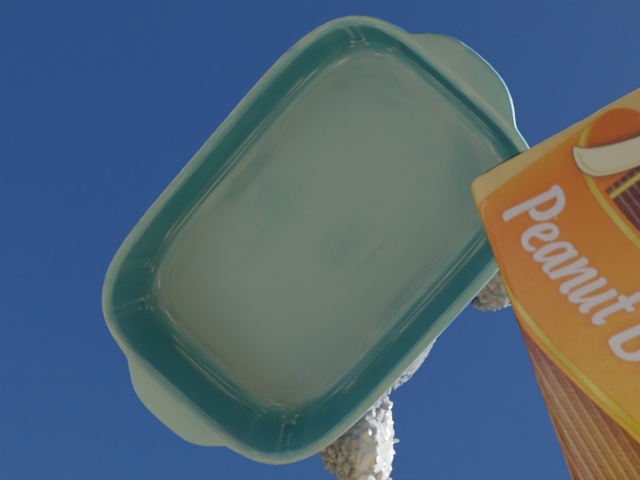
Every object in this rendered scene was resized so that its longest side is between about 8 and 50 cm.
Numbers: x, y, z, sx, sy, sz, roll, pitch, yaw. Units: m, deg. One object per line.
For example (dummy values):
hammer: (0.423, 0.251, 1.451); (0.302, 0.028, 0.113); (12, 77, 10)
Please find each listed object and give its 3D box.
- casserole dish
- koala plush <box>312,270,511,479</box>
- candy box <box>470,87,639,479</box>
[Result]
casserole dish: (0.000, 0.000, 0.531); (0.114, 0.037, 0.188); (42, -76, 0)
koala plush: (0.001, 0.057, 0.869); (0.196, 0.221, 0.203); (33, -53, -6)
candy box: (0.168, 0.072, 0.328); (0.183, 0.316, 0.087); (-29, -44, 18)
